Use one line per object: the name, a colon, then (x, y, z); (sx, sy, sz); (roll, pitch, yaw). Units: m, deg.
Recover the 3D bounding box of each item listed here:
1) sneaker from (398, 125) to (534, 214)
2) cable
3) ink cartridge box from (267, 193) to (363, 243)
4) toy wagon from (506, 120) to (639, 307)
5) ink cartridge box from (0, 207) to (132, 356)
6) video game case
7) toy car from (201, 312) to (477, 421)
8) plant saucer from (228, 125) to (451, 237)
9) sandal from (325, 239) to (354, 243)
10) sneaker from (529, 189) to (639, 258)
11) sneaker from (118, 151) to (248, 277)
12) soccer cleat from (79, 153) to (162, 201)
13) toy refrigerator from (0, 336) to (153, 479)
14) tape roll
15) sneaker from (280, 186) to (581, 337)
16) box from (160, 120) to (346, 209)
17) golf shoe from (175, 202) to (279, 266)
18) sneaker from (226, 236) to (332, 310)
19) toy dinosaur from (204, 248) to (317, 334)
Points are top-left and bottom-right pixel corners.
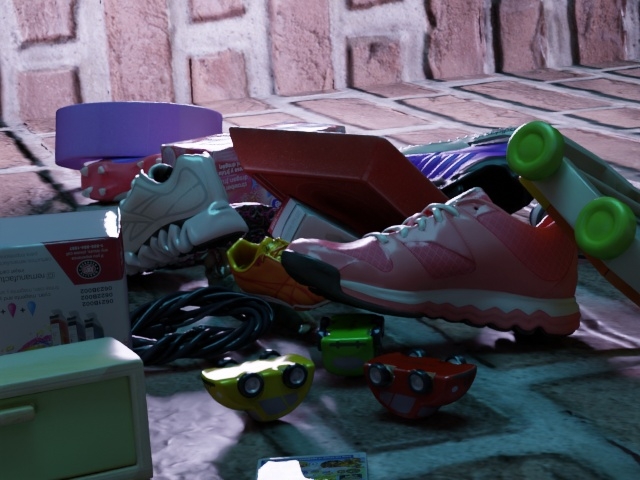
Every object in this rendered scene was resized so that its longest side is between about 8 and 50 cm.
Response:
sneaker: (0.154, -0.057, 2.047); (0.293, 0.102, 0.146); (-18, 26, 25)
cable: (-0.136, 0.087, 1.629); (0.184, 0.047, 0.150); (-9, 12, -11)
ink cartridge box: (0.000, 0.000, 1.897); (0.099, 0.056, 0.135); (28, 5, -14)
toy wagon: (0.320, 0.015, 1.524); (0.267, 0.068, 0.344); (23, 24, -45)
ink cartridge box: (-0.235, 0.073, 1.435); (0.128, 0.176, 0.127); (-6, 14, -6)
video game case: (-0.007, 0.188, 1.211); (0.087, 0.011, 0.122); (-4, 12, 2)
toy car: (0.025, 0.115, 1.448); (0.239, 0.053, 0.225); (-2, 12, 7)
plant saucer: (0.041, -0.049, 1.953); (0.259, 0.048, 0.258); (6, -24, 42)
sandal: (0.076, 0.041, 1.776); (0.180, 0.049, 0.072); (18, 6, 29)
sneaker: (0.311, -0.042, 1.984); (0.226, 0.086, 0.163); (0, 19, -35)
sneaker: (-0.200, -0.024, 1.920); (0.110, 0.118, 0.292); (-16, -3, -44)
soccer cleat: (-0.262, -0.095, 2.489); (0.248, 0.083, 0.095); (0, 8, 30)
toy refrigerator: (-0.272, 0.154, 1.237); (0.269, 0.102, 0.094); (-8, 13, -23)
tape roll: (-0.298, -0.166, 2.629); (0.274, 0.090, 0.275); (1, -4, 0)
sneaker: (0.112, 0.010, 1.564); (0.313, 0.136, 0.116); (9, 0, -19)
box: (-0.092, -0.095, 2.313); (0.256, 0.123, 0.128); (-14, 15, -41)
golf shoe: (-0.133, -0.014, 2.075); (0.186, 0.068, 0.086); (-10, 11, -25)
sneaker: (-0.033, 0.031, 1.652); (0.175, 0.067, 0.064); (2, 38, 41)
toy dinosaur: (-0.032, 0.051, 1.751); (0.118, 0.064, 0.268); (-28, 23, -20)
